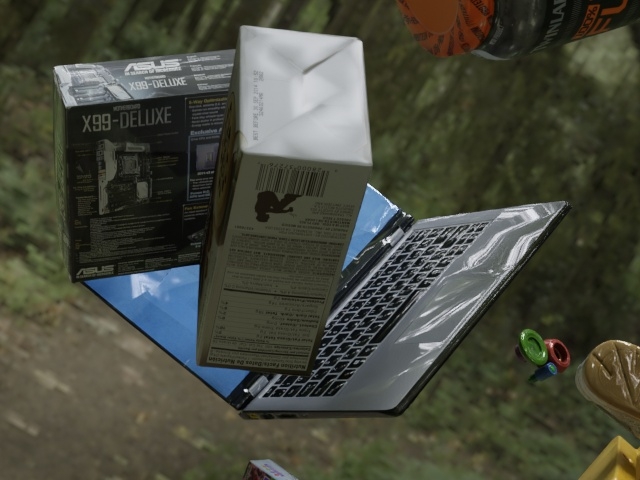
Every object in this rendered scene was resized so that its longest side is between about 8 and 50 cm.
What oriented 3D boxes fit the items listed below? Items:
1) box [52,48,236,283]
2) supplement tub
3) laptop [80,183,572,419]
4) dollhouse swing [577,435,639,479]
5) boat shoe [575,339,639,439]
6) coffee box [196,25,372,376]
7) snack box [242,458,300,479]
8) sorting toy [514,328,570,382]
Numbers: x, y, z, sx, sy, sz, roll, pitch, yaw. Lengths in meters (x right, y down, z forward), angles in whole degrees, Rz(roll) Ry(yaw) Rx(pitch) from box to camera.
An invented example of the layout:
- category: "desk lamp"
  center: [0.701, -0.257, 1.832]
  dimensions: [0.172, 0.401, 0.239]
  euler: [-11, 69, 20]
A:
- category: "box"
  center: [-0.126, -0.083, 1.612]
  dimensions: [0.308, 0.242, 0.076]
  euler: [-8, 44, -15]
- category: "supplement tub"
  center: [0.261, -0.322, 1.684]
  dimensions: [0.338, 0.207, 0.207]
  euler: [-19, 27, -22]
- category: "laptop"
  center: [0.000, 0.000, 1.769]
  dimensions: [0.408, 0.382, 0.236]
  euler: [-7, -59, 48]
- category: "dollhouse swing"
  center: [0.484, 0.325, 1.662]
  dimensions: [0.347, 0.305, 0.315]
  euler: [43, 12, 5]
- category: "boat shoe"
  center: [0.412, 0.201, 1.689]
  dimensions: [0.277, 0.098, 0.096]
  euler: [31, -17, 3]
- category: "coffee box"
  center: [-0.040, -0.029, 1.411]
  dimensions: [0.119, 0.297, 0.168]
  euler: [6, 48, -9]
- category: "snack box"
  center: [-0.035, 0.308, 1.610]
  dimensions: [0.141, 0.100, 0.037]
  euler: [29, 15, 38]
- category: "sorting toy"
  center: [0.285, 0.157, 1.998]
  dimensions: [0.102, 0.042, 0.061]
  euler: [17, 52, -39]
